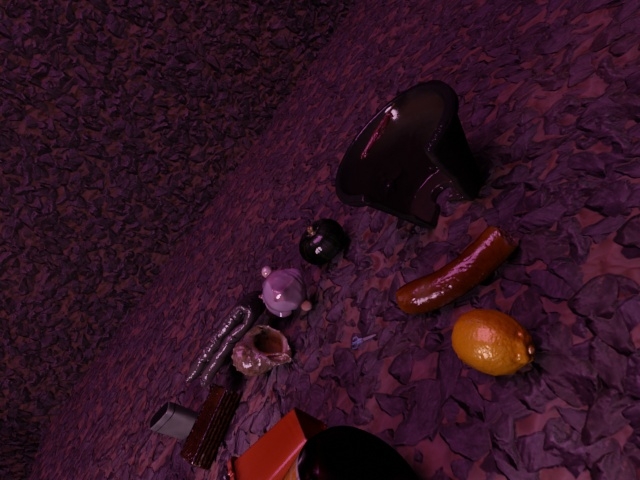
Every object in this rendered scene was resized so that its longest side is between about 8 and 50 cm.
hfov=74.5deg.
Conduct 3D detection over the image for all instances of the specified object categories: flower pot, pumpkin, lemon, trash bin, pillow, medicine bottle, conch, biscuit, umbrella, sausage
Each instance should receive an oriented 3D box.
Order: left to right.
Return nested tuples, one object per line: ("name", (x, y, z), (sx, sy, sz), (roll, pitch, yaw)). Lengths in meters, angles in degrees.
("trash bin", (-0.503, 0.627, 1.460), (0.116, 0.130, 0.059), (-45, 30, 15))
("biscuit", (-0.343, 0.580, 1.334), (0.106, 0.070, 0.252), (-7, 52, 52))
("pillow", (-0.306, 0.320, 1.419), (0.326, 0.101, 0.228), (-56, 0, 7))
("conch", (-0.179, 0.336, 1.291), (0.207, 0.130, 0.155), (-9, 75, 30))
("trash bin", (-0.079, 0.512, 0.923), (0.238, 0.161, 0.184), (-48, 29, 4))
("medicine bottle", (-0.003, 0.544, 0.713), (0.394, 0.243, 0.242), (-65, 27, 10))
("pumpkin", (0.002, 0.002, 1.392), (0.167, 0.125, 0.167), (-59, 17, 30))
("umbrella", (0.148, -0.275, 1.062), (0.027, 0.025, 0.165), (29, 87, 44))
("flower pot", (0.250, -0.194, 1.098), (0.379, 0.251, 0.379), (-40, 31, 30))
("sausage", (0.294, 0.076, 0.922), (0.302, 0.076, 0.102), (-40, 23, 21))
("lemon", (0.305, 0.181, 0.751), (0.155, 0.114, 0.114), (8, 65, 57))

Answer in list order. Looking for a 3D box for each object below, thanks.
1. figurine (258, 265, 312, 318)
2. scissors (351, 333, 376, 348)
("figurine", (-0.123, 0.173, 1.340), (0.133, 0.200, 0.276), (-48, -4, -24))
("scissors", (0.111, 0.253, 1.075), (0.083, 0.006, 0.036), (-32, 33, 35))
